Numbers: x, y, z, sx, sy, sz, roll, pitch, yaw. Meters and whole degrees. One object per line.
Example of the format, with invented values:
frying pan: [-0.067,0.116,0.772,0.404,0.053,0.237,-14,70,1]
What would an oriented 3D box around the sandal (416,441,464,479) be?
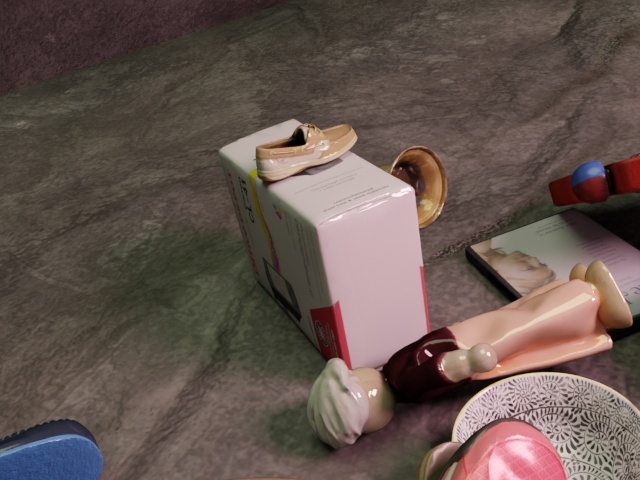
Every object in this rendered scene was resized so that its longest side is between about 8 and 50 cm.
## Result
sandal: [0.097,0.286,0.570,0.088,0.079,0.240,10,62,-8]

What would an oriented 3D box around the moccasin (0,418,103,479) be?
moccasin: [-0.396,0.271,0.735,0.342,0.138,0.117,-25,28,-20]

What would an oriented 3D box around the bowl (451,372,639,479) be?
bowl: [0.208,0.205,0.657,0.170,0.080,0.170,-11,30,6]

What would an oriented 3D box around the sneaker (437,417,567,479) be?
sneaker: [0.127,0.260,0.461,0.116,0.136,0.314,26,60,-9]

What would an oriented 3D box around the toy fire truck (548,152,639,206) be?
toy fire truck: [0.428,-0.088,0.900,0.254,0.169,0.302,-16,0,9]

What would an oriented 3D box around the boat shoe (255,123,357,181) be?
boat shoe: [-0.016,-0.114,0.864,0.135,0.045,0.050,-27,33,-24]

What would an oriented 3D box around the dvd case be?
dvd case: [0.323,0.042,0.939,0.180,0.022,0.253,-19,31,-10]

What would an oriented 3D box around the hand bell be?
hand bell: [0.078,-0.089,1.206,0.126,0.126,0.242,-33,23,-30]

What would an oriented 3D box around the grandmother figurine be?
grandmother figurine: [0.145,0.125,0.772,0.342,0.104,0.208,-24,-14,1]

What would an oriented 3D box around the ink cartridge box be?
ink cartridge box: [0.000,0.000,0.938,0.131,0.226,0.306,-24,31,-19]

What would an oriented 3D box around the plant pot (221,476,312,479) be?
plant pot: [-0.058,0.258,0.435,0.284,0.191,0.284,-44,21,21]
